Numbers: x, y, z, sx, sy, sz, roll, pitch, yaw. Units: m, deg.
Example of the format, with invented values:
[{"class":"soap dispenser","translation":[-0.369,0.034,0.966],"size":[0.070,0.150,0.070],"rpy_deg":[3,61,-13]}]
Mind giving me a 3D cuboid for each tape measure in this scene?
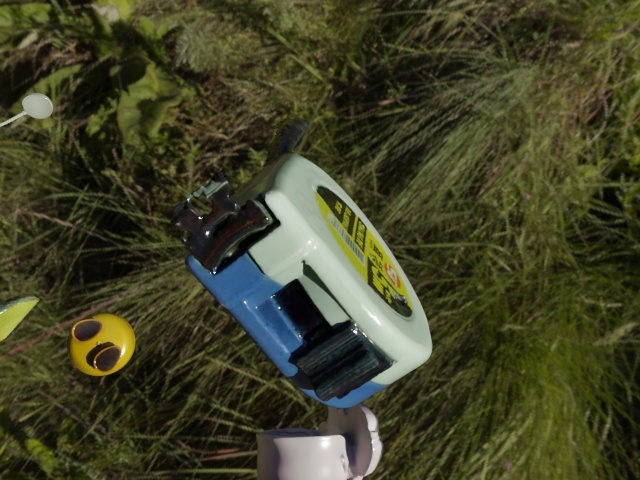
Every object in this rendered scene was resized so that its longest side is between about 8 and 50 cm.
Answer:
[{"class":"tape measure","translation":[0.000,0.000,0.527],"size":[0.215,0.098,0.351],"rpy_deg":[51,17,-12]}]

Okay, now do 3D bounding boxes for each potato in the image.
[{"class":"potato","translation":[-0.770,0.189,1.361],"size":[0.054,0.198,0.119],"rpy_deg":[42,-14,14]}]

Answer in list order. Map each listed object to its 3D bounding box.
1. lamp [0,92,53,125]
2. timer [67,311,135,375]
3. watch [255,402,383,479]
[{"class":"lamp","translation":[-0.576,-0.203,1.032],"size":[0.056,0.198,0.050],"rpy_deg":[-113,177,-45]},{"class":"timer","translation":[-0.365,0.172,0.959],"size":[0.107,0.107,0.109],"rpy_deg":[38,-13,-5]},{"class":"watch","translation":[-0.014,0.435,1.214],"size":[0.232,0.244,0.195],"rpy_deg":[8,72,-27]}]
